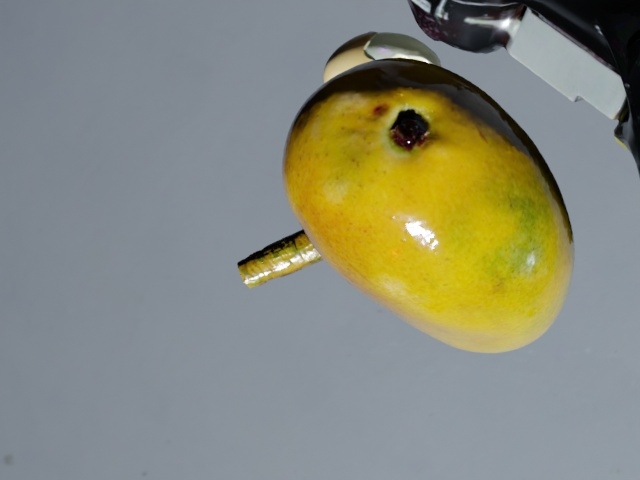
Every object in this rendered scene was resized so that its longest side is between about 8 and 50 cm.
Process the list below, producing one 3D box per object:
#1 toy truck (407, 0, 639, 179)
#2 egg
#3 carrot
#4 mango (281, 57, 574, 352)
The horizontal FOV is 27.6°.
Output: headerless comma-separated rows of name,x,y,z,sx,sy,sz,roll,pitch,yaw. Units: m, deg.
toy truck,0.203,-0.180,0.807,0.405,0.254,0.181,44,134,28
egg,0.044,-0.116,0.932,0.083,0.071,0.071,16,95,0
carrot,0.000,0.000,1.200,0.170,0.042,0.042,-25,83,8
mango,0.051,-0.007,0.533,0.089,0.163,0.111,-55,33,-10
